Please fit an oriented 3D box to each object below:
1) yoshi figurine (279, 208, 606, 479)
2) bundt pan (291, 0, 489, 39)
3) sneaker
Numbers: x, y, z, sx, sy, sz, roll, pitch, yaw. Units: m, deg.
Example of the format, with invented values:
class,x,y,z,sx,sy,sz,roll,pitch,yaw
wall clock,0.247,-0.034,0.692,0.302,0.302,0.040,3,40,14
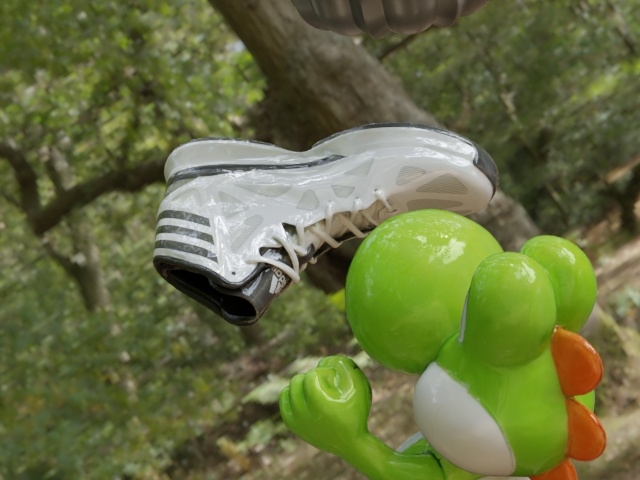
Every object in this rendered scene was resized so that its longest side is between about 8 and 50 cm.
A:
class,x,y,z,sx,sy,sz,roll,pitch,yaw
yoshi figurine,0.077,0.123,0.854,0.203,0.203,0.362,-64,-11,-53
bundt pan,0.098,-0.359,1.642,0.330,0.124,0.331,-7,30,4
sneaker,0.000,0.001,1.604,0.447,0.257,0.169,-3,-38,14
